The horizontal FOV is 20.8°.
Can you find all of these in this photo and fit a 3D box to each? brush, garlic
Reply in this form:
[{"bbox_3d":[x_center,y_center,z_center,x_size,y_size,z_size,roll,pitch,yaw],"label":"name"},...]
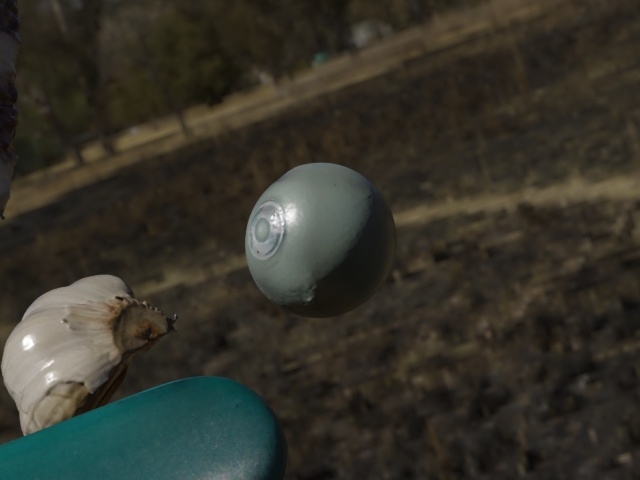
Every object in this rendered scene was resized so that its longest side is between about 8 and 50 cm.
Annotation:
[{"bbox_3d":[-0.093,0.081,0.440,0.193,0.043,0.032,-19,-18,-30],"label":"brush"},{"bbox_3d":[-0.146,0.068,1.015,0.094,0.074,0.113,-35,22,33],"label":"garlic"}]

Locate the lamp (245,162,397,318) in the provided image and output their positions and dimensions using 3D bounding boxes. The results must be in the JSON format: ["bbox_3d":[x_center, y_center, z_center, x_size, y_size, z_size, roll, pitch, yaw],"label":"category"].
[{"bbox_3d":[0.000,0.000,1.175,0.105,0.105,0.105,-18,7,2],"label":"lamp"}]

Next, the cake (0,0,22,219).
[{"bbox_3d":[-0.223,-0.058,0.832,0.134,0.147,0.135,17,-42,-42],"label":"cake"}]
